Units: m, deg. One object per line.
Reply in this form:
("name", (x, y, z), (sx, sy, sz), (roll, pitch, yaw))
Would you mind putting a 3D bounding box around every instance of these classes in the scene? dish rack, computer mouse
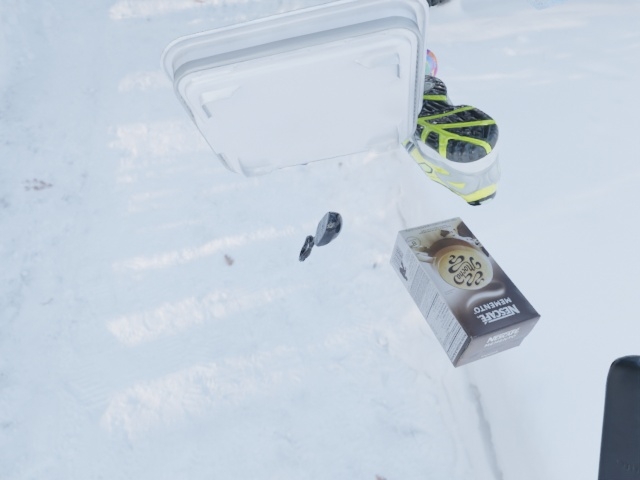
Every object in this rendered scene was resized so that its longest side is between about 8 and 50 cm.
("dish rack", (-0.016, -0.180, 0.664), (0.333, 0.285, 0.072), (-10, 70, 5))
("computer mouse", (0.000, 0.000, 1.104), (0.041, 0.242, 0.071), (16, 67, -14))

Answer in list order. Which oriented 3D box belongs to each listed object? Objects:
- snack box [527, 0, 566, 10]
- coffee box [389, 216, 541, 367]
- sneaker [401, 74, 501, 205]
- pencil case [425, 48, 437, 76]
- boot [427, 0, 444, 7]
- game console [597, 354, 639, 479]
("snack box", (0.320, -0.470, 0.712), (0.070, 0.207, 0.174), (-2, 7, 38))
("coffee box", (0.297, 0.101, 1.048), (0.168, 0.119, 0.297), (-13, 50, -18))
("sneaker", (0.204, -0.194, 0.911), (0.145, 0.147, 0.384), (-23, 37, 4))
("pencil case", (0.209, -0.399, 1.177), (0.104, 0.104, 0.236), (27, 39, 15))
("boot", (0.130, -0.467, 0.824), (0.246, 0.083, 0.161), (-12, 64, 27))
("game console", (0.410, 0.301, 0.379), (0.060, 0.342, 0.386), (-1, 3, -30))
